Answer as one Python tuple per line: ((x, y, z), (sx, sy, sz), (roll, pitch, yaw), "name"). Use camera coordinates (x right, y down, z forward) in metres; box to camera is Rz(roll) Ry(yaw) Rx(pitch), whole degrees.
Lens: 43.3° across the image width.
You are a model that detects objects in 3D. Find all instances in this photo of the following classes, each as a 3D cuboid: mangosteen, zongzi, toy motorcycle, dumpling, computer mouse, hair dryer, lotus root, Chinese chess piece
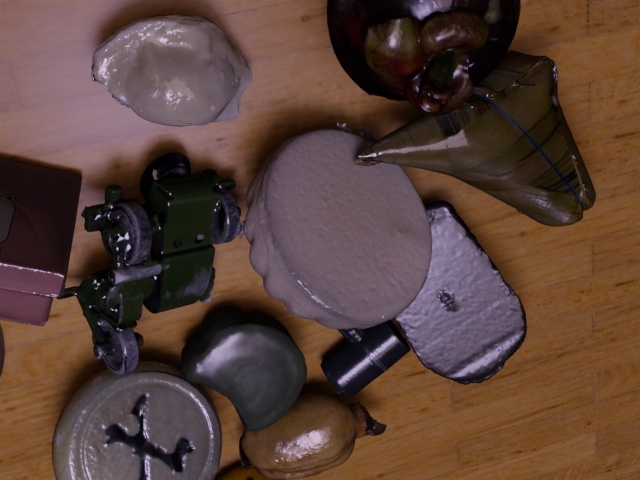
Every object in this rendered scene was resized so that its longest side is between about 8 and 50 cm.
((0.119, -0.243, 0.918), (0.228, 0.265, 0.228), (-2, 139, -2), "mangosteen")
((0.214, -0.081, 1.067), (0.289, 0.123, 0.260), (-36, 117, -14), "zongzi")
((-0.211, 0.027, 1.035), (0.205, 0.127, 0.275), (-14, 130, -41), "toy motorcycle")
((-0.165, -0.202, 0.954), (0.199, 0.118, 0.136), (16, 112, -42), "dumpling")
((0.184, 0.077, 1.176), (0.168, 0.087, 0.295), (-33, 104, 9), "computer mouse")
((0.021, 0.119, 1.165), (0.124, 0.071, 0.219), (-38, 110, 4), "hair dryer")
((-0.013, 0.285, 1.195), (0.221, 0.118, 0.125), (-17, 161, -2), "lotus root")
((-0.243, 0.280, 1.099), (0.238, 0.092, 0.237), (3, 83, -26), "Chinese chess piece")

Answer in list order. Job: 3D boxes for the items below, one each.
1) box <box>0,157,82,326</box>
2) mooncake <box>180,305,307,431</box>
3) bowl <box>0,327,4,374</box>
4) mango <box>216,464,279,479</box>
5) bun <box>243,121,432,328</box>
((-0.396, -0.013, 0.923), (0.215, 0.215, 0.086), (13, 122, -19), "box")
((-0.109, 0.179, 1.127), (0.168, 0.104, 0.175), (-15, 110, -20), "mooncake")
((-0.551, 0.170, 1.000), (0.287, 0.144, 0.287), (-5, 113, -12), "bowl")
((-0.131, 0.416, 1.240), (0.115, 0.090, 0.178), (24, 102, -32), "mango")
((0.000, 0.000, 1.044), (0.263, 0.263, 0.175), (27, 147, -23), "bun")
